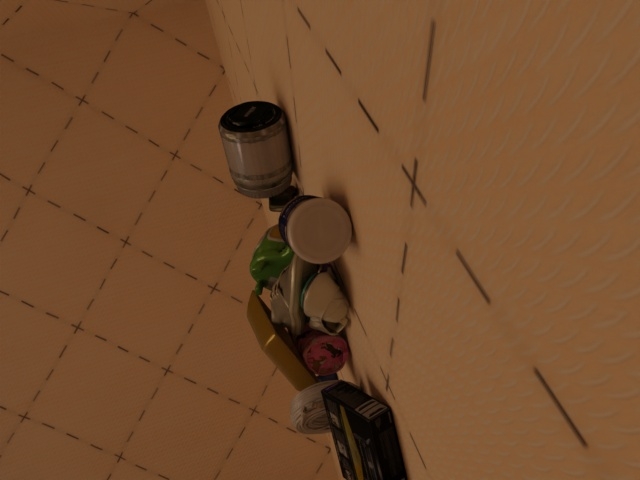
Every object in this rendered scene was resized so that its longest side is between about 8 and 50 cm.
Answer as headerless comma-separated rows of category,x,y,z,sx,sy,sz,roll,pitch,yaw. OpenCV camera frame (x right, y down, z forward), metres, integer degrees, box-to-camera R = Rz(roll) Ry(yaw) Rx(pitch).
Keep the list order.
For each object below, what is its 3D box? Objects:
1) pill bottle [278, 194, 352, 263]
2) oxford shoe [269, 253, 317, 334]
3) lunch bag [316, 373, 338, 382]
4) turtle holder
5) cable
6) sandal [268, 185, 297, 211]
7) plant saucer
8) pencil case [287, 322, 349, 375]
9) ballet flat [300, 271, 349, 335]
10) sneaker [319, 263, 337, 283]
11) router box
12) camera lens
pill bottle,-0.025,-0.036,1.222,0.264,0.153,0.153,-150,45,-76
oxford shoe,-0.092,0.160,1.502,0.449,0.130,0.169,99,-165,-57
lunch bag,0.029,0.627,2.163,0.067,0.098,0.065,180,71,-75
turtle holder,-0.124,0.041,1.667,0.320,0.243,0.228,67,-154,-51
cable,0.022,0.563,1.629,0.257,0.256,0.089,117,146,-40
sandal,-0.137,-0.168,1.783,0.303,0.120,0.086,-124,34,-62
plant saucer,-0.144,0.375,1.733,0.333,0.081,0.333,56,175,-29
pencil case,-0.022,0.338,1.778,0.160,0.167,0.386,54,177,-21
ballet flat,0.027,0.202,1.458,0.400,0.139,0.139,88,164,-67
sneaker,0.021,0.125,1.553,0.170,0.068,0.071,111,158,-61
router box,0.126,0.581,1.383,0.242,0.080,0.309,8,115,59
camera lens,-0.210,-0.307,1.630,0.219,0.219,0.274,-116,14,-47
